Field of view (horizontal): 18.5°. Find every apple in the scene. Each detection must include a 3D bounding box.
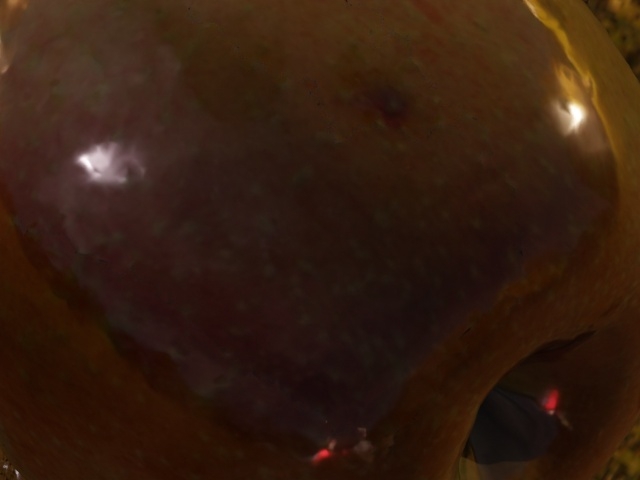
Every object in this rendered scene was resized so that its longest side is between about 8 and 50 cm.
[{"bbox_3d":[0.000,0.000,0.831,0.277,0.319,0.319,28,60,34],"label":"apple"}]

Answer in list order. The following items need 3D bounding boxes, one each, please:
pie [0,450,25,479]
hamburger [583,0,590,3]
[{"bbox_3d":[-0.103,0.213,1.246,0.273,0.273,0.069,27,51,8],"label":"pie"},{"bbox_3d":[0.082,-0.153,1.690,0.287,0.445,0.268,20,59,-13],"label":"hamburger"}]
